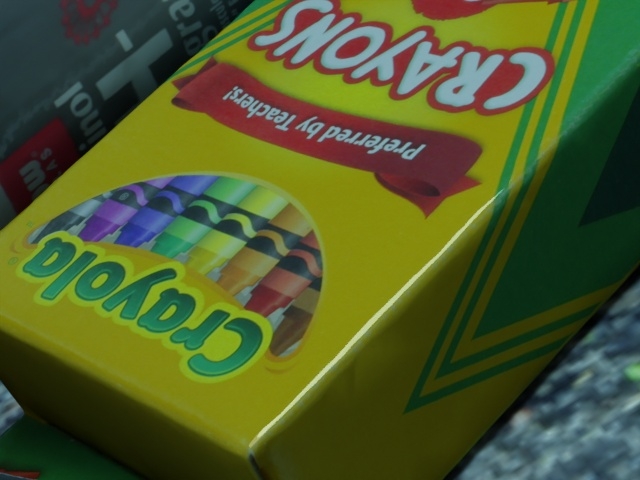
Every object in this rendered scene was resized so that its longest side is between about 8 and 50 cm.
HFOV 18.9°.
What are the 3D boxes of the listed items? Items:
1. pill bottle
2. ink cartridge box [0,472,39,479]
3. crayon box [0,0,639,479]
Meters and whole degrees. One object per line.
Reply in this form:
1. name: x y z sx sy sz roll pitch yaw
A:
1. pill bottle: -0.147 -0.093 0.853 0.318 0.176 0.176 -41 38 -17
2. ink cartridge box: -0.117 0.146 0.552 0.371 0.069 0.175 5 39 21
3. crayon box: 0.000 0.000 0.725 0.202 0.081 0.318 20 58 46
